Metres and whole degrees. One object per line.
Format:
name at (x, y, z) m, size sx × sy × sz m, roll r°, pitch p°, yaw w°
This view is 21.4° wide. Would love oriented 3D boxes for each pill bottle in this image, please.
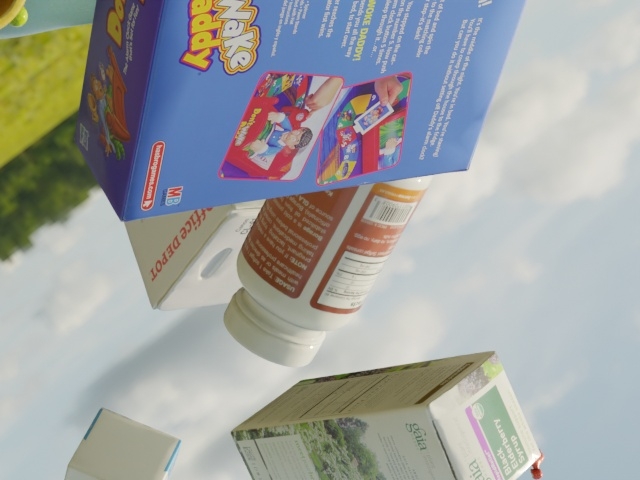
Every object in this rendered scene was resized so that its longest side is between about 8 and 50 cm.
pill bottle at (0.000, 0.000, 1.501) m, size 0.216 × 0.121 × 0.121 m, roll -61°, pitch 179°, yaw 21°

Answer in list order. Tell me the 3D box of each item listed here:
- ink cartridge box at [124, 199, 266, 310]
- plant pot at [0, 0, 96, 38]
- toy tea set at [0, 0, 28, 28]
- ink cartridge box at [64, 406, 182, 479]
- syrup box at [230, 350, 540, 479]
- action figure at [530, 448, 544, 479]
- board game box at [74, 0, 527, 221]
ink cartridge box at (-0.144, -0.104, 1.957) m, size 0.131 × 0.306 × 0.226 m, roll -5°, pitch 152°, yaw -35°
plant pot at (-0.307, -0.317, 1.661) m, size 0.255 × 0.271 × 0.272 m, roll 5°, pitch 173°, yaw -20°
toy tea set at (-0.330, -0.186, 1.278) m, size 0.200 × 0.124 × 0.336 m, roll -44°, pitch 154°, yaw -1°
ink cartridge box at (-0.205, 0.256, 1.666) m, size 0.092 × 0.090 × 0.143 m, roll -66°, pitch 176°, yaw -53°
syrup box at (0.048, 0.160, 1.340) m, size 0.237 × 0.093 × 0.096 m, roll -14°, pitch -166°, yaw 47°
action figure at (0.224, 0.223, 1.931) m, size 0.038 × 0.115 × 0.030 m, roll 12°, pitch 129°, yaw -42°
board game box at (0.011, -0.178, 0.901) m, size 0.233 × 0.078 × 0.347 m, roll -9°, pitch 135°, yaw -28°
